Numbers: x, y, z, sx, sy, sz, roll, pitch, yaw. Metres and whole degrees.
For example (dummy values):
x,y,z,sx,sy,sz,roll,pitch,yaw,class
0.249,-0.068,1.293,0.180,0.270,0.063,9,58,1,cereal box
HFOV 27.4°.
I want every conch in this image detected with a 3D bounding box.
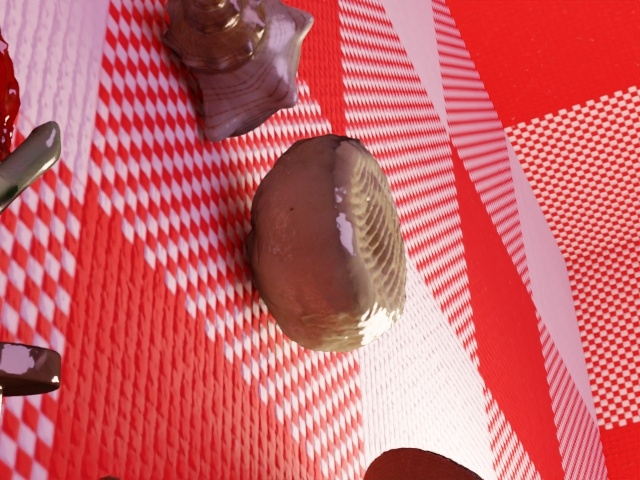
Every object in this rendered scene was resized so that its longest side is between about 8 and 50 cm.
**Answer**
x,y,z,sx,sy,sz,roll,pitch,yaw,class
-0.061,-0.150,1.116,0.234,0.114,0.137,64,31,-46,conch

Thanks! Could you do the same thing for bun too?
x,y,z,sx,sy,sz,roll,pitch,yaw,class
0.000,0.000,1.140,0.195,0.118,0.196,-12,90,-69,bun

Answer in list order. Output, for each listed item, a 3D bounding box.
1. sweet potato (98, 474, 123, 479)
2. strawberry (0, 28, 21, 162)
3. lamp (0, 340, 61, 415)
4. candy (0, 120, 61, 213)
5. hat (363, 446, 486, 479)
x,y,z,sx,sy,sz,roll,pitch,yaw,class
-0.077,0.283,0.628,0.112,0.112,0.359,45,29,-57,sweet potato
-0.198,-0.101,0.615,0.190,0.111,0.237,52,26,-45,strawberry
-0.139,0.150,0.524,0.121,0.121,0.215,32,55,-65,lamp
-0.186,0.056,0.428,0.119,0.119,0.440,66,24,-20,candy
0.082,0.305,1.029,0.130,0.257,0.257,-32,108,-33,hat
